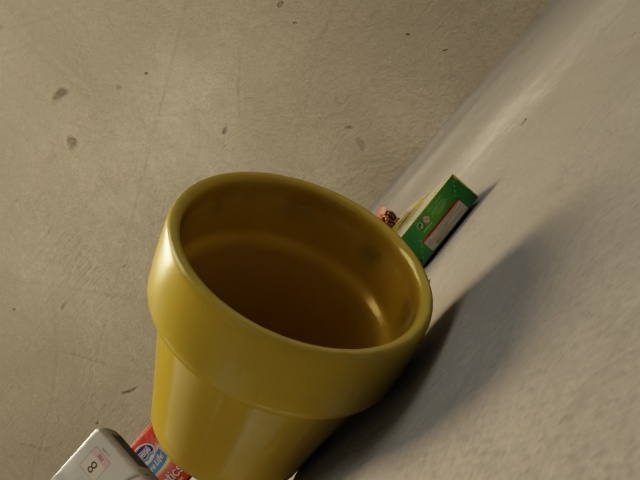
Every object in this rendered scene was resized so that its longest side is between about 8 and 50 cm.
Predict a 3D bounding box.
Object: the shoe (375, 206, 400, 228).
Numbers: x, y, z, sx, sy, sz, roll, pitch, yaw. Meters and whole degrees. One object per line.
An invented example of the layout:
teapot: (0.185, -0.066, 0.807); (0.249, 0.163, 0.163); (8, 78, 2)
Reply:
shoe: (0.120, -0.027, 1.907); (0.081, 0.063, 0.178); (-54, -2, -1)

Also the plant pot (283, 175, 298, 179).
plant pot: (-0.048, 0.074, 1.348); (0.284, 0.284, 0.191); (-49, 38, -1)

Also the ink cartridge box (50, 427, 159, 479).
ink cartridge box: (-0.268, 0.366, 1.109); (0.232, 0.189, 0.066); (-47, -27, -5)

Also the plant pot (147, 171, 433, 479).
plant pot: (-0.054, 0.101, 0.910); (0.239, 0.254, 0.254); (-65, -7, 33)

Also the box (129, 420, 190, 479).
box: (-0.297, 0.409, 1.848); (0.257, 0.122, 0.128); (-48, 1, 18)

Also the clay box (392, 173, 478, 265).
clay box: (0.132, -0.006, 1.360); (0.127, 0.053, 0.222); (-50, 1, -16)
